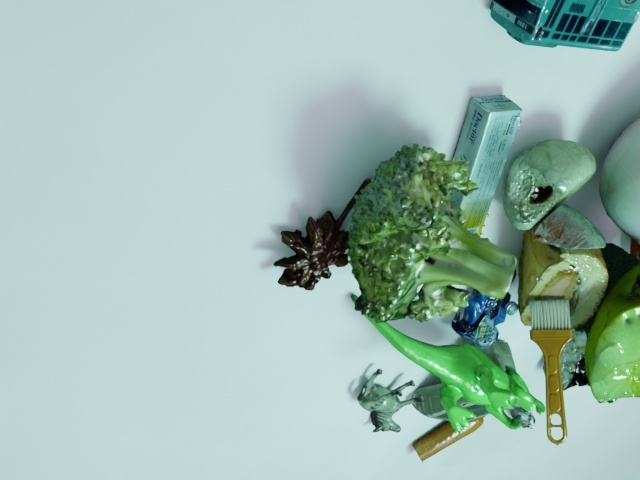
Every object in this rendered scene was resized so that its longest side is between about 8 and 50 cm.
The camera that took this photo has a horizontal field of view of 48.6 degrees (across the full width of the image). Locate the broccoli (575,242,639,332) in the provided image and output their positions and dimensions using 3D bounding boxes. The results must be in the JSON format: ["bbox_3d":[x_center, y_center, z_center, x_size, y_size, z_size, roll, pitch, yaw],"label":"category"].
[{"bbox_3d":[0.687,0.146,1.790,0.268,0.254,0.269,-17,162,-6],"label":"broccoli"}]

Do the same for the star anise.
[{"bbox_3d":[-0.001,-0.003,1.298,0.177,0.073,0.234,-7,120,-40],"label":"star anise"}]

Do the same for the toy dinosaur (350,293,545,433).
[{"bbox_3d":[0.305,0.244,1.602,0.144,0.500,0.374,-47,174,19],"label":"toy dinosaur"}]

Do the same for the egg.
[{"bbox_3d":[0.756,-0.131,1.502,0.339,0.355,0.355,-7,131,-11],"label":"egg"}]

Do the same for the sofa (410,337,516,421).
[{"bbox_3d":[0.375,0.364,1.854,0.210,0.176,0.225,18,143,-41],"label":"sofa"}]

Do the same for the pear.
[{"bbox_3d":[0.736,0.170,1.532,0.342,0.239,0.318,-10,122,19],"label":"pear"}]

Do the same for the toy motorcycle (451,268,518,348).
[{"bbox_3d":[0.383,0.154,1.674,0.135,0.092,0.255,-4,119,-20],"label":"toy motorcycle"}]

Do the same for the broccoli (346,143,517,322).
[{"bbox_3d":[0.185,0.002,1.273,0.338,0.317,0.277,-45,-175,42],"label":"broccoli"}]

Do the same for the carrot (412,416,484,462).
[{"bbox_3d":[0.369,0.547,2.016,0.225,0.067,0.067,-32,137,-5],"label":"carrot"}]

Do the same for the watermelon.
[{"bbox_3d":[0.500,-0.025,1.435,0.081,0.180,0.094,36,82,-25],"label":"watermelon"}]

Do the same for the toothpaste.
[{"bbox_3d":[0.302,-0.128,1.390,0.089,0.071,0.313,-8,130,-25],"label":"toothpaste"}]

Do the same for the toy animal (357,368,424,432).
[{"bbox_3d":[0.152,0.401,1.746,0.176,0.074,0.216,-38,135,23],"label":"toy animal"}]

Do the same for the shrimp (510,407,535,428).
[{"bbox_3d":[0.633,0.552,2.195,0.165,0.065,0.057,31,82,-45],"label":"shrimp"}]

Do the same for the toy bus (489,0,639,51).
[{"bbox_3d":[0.415,-0.400,1.190,0.255,0.128,0.147,-6,130,-32],"label":"toy bus"}]

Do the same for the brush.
[{"bbox_3d":[0.503,0.285,1.533,0.090,0.315,0.017,-3,178,19],"label":"brush"}]

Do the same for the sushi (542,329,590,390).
[{"bbox_3d":[0.733,0.327,2.010,0.114,0.147,0.213,1,118,-29],"label":"sushi"}]

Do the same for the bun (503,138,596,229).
[{"bbox_3d":[0.453,-0.124,1.452,0.212,0.126,0.204,-44,163,15],"label":"bun"}]

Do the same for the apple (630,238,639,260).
[{"bbox_3d":[0.923,0.017,1.805,0.242,0.242,0.241,-29,130,-10],"label":"apple"}]

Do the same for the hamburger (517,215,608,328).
[{"bbox_3d":[0.540,0.046,1.595,0.161,0.209,0.330,3,148,8],"label":"hamburger"}]
